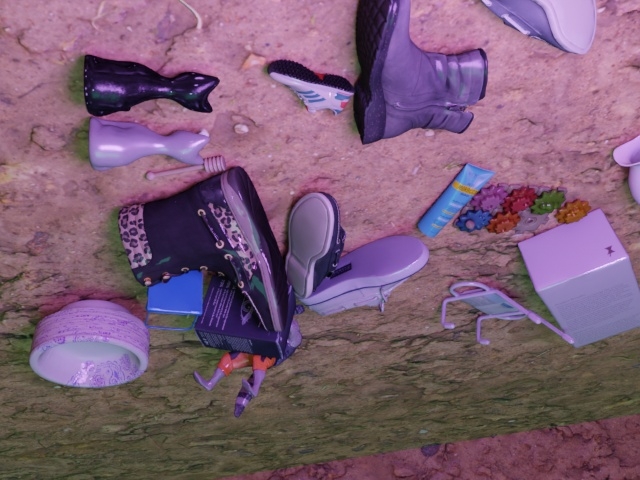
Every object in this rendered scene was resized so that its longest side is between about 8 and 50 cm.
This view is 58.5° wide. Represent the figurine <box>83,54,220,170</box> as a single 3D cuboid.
[{"bbox_3d":[-0.289,-0.207,0.985,0.209,0.092,0.215,0,144,-19],"label":"figurine"}]

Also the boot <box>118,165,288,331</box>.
[{"bbox_3d":[-0.237,0.048,1.219,0.284,0.138,0.378,-12,118,9],"label":"boot"}]

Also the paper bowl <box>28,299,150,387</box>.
[{"bbox_3d":[-0.591,0.259,1.485,0.284,0.148,0.284,-6,144,-4],"label":"paper bowl"}]

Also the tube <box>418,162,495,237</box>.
[{"bbox_3d":[0.302,-0.092,1.302,0.080,0.052,0.207,9,135,-31],"label":"tube"}]

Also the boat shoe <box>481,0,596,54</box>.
[{"bbox_3d":[0.329,-0.386,0.896,0.319,0.116,0.099,15,-179,-39],"label":"boat shoe"}]

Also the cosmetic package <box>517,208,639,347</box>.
[{"bbox_3d":[0.738,0.124,1.585,0.230,0.162,0.453,-25,141,21],"label":"cosmetic package"}]

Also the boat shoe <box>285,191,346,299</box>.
[{"bbox_3d":[0.003,0.003,1.310,0.113,0.127,0.340,-28,146,-31],"label":"boat shoe"}]

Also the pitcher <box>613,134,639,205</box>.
[{"bbox_3d":[0.760,-0.165,1.254,0.177,0.125,0.207,-39,125,13],"label":"pitcher"}]

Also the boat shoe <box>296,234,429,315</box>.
[{"bbox_3d":[0.124,0.114,1.439,0.367,0.136,0.156,-25,129,24],"label":"boat shoe"}]

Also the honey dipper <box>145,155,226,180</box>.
[{"bbox_3d":[-0.267,-0.139,1.123,0.160,0.031,0.030,-9,144,4],"label":"honey dipper"}]

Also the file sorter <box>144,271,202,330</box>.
[{"bbox_3d":[-0.343,0.111,1.325,0.118,0.170,0.104,8,144,-22],"label":"file sorter"}]

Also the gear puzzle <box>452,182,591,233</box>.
[{"bbox_3d":[0.501,-0.061,1.384,0.338,0.044,0.175,2,142,-15],"label":"gear puzzle"}]

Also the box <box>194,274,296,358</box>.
[{"bbox_3d":[-0.176,0.183,1.377,0.207,0.153,0.108,8,147,10],"label":"box"}]

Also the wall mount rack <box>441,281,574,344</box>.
[{"bbox_3d":[0.535,0.221,1.651,0.304,0.131,0.350,-16,148,43],"label":"wall mount rack"}]

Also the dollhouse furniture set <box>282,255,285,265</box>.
[{"bbox_3d":[-0.137,0.046,1.362,0.058,0.076,0.152,-17,153,15],"label":"dollhouse furniture set"}]

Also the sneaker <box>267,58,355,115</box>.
[{"bbox_3d":[-0.023,-0.257,0.994,0.161,0.057,0.075,8,135,-26],"label":"sneaker"}]

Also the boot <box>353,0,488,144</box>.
[{"bbox_3d":[0.175,-0.300,0.954,0.222,0.118,0.338,-9,155,-5],"label":"boot"}]

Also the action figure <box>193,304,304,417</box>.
[{"bbox_3d":[-0.181,0.307,1.547,0.341,0.330,0.179,-21,101,42],"label":"action figure"}]
